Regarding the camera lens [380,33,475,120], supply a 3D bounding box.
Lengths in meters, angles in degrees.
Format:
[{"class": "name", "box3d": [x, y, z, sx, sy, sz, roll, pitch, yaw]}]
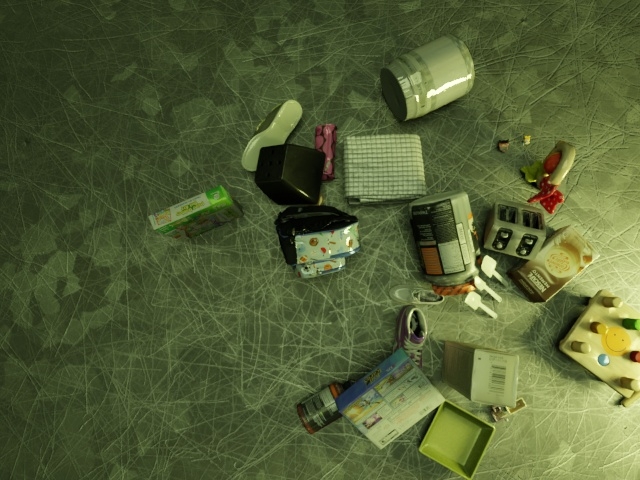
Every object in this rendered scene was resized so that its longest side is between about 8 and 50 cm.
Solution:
[{"class": "camera lens", "box3d": [0.378, -0.570, 1.443, 0.275, 0.219, 0.219, -26, 81, -2]}]

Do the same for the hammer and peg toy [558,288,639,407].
[{"class": "hammer and peg toy", "box3d": [0.991, 0.367, 1.323, 0.361, 0.127, 0.265, 39, 84, 7]}]

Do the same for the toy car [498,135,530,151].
[{"class": "toy car", "box3d": [0.702, -0.347, 1.482, 0.122, 0.060, 0.040, -6, 113, 8]}]

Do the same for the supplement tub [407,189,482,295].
[{"class": "supplement tub", "box3d": [0.412, 0.008, 1.344, 0.194, 0.193, 0.315, -15, 99, 0]}]

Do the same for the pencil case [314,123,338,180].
[{"class": "pencil case", "box3d": [0.019, -0.318, 1.478, 0.095, 0.098, 0.209, 1, 81, 1]}]

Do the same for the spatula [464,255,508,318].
[{"class": "spatula", "box3d": [0.555, 0.161, 1.342, 0.019, 0.242, 0.168, 13, 77, 49]}]

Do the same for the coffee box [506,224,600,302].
[{"class": "coffee box", "box3d": [0.783, 0.082, 1.389, 0.247, 0.098, 0.141, -40, 82, -4]}]

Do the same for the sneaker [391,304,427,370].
[{"class": "sneaker", "box3d": [0.292, 0.352, 1.335, 0.103, 0.161, 0.281, 0, 83, 1]}]

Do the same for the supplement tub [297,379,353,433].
[{"class": "supplement tub", "box3d": [0.030, 0.537, 1.343, 0.198, 0.106, 0.105, -29, 81, -3]}]

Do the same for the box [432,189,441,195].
[{"class": "box", "box3d": [0.451, -0.094, 1.450, 0.059, 0.054, 0.169, -43, 82, -5]}]

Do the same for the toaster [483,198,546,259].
[{"class": "toaster", "box3d": [0.650, -0.041, 1.377, 0.168, 0.110, 0.185, 16, 45, 11]}]

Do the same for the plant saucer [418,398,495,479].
[{"class": "plant saucer", "box3d": [0.441, 0.644, 1.342, 0.188, 0.045, 0.188, 29, 84, 6]}]

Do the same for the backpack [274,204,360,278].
[{"class": "backpack", "box3d": [0.000, 0.000, 1.357, 0.264, 0.276, 0.212, -16, 111, -7]}]

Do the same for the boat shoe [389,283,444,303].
[{"class": "boat shoe", "box3d": [0.330, 0.190, 1.406, 0.185, 0.063, 0.066, 13, 82, 4]}]

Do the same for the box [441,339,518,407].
[{"class": "box", "box3d": [0.470, 0.392, 1.245, 0.121, 0.311, 0.147, 7, 82, 3]}]

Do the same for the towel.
[{"class": "towel", "box3d": [0.216, -0.245, 1.453, 0.284, 0.121, 0.234, -3, 83, 0]}]

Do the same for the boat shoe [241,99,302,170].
[{"class": "boat shoe", "box3d": [-0.186, -0.381, 1.500, 0.109, 0.091, 0.304, 39, 86, -30]}]

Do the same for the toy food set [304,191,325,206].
[{"class": "toy food set", "box3d": [-0.028, -0.148, 1.492, 0.083, 0.020, 0.082, -37, 82, -4]}]

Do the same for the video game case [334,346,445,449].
[{"class": "video game case", "box3d": [0.221, 0.501, 1.292, 0.270, 0.061, 0.244, -38, 116, 2]}]

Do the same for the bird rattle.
[{"class": "bird rattle", "box3d": [0.761, -0.226, 1.366, 0.143, 0.253, 0.206, 26, 126, 12]}]

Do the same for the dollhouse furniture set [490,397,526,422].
[{"class": "dollhouse furniture set", "box3d": [0.612, 0.536, 1.334, 0.115, 0.081, 0.090, -26, 81, -2]}]

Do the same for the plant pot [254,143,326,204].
[{"class": "plant pot", "box3d": [-0.117, -0.233, 1.398, 0.188, 0.167, 0.187, 3, 81, 37]}]

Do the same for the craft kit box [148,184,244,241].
[{"class": "craft kit box", "box3d": [-0.404, -0.084, 1.382, 0.247, 0.250, 0.060, -26, 81, -1]}]
